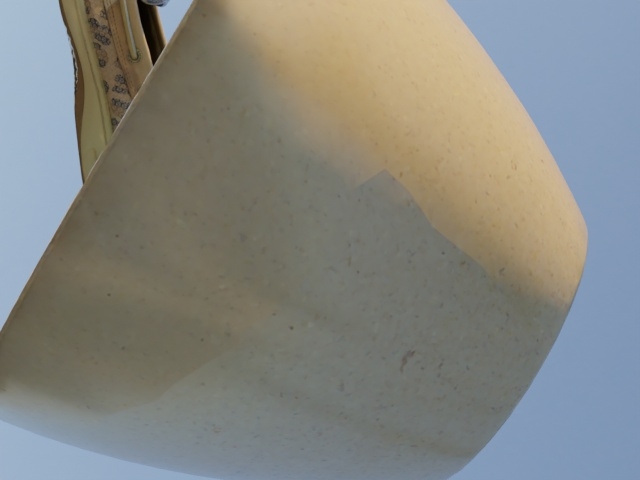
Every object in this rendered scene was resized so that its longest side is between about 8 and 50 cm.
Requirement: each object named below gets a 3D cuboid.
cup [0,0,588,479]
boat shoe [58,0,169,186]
[{"bbox_3d":[0.000,0.000,0.779,0.331,0.237,0.331,-59,-174,10],"label":"cup"},{"bbox_3d":[-0.138,-0.153,1.093,0.104,0.089,0.285,-61,148,-74],"label":"boat shoe"}]
